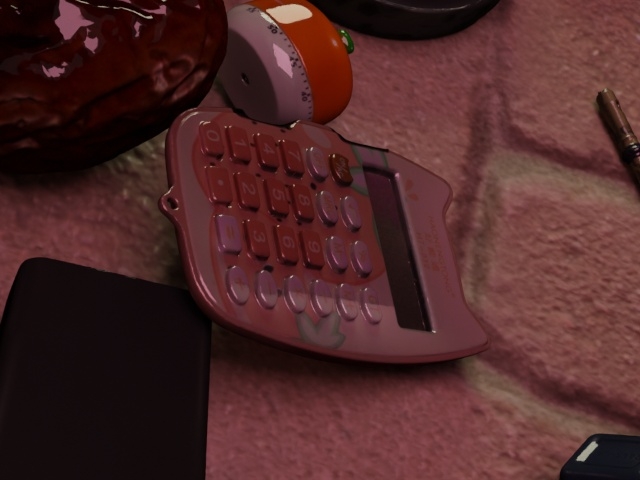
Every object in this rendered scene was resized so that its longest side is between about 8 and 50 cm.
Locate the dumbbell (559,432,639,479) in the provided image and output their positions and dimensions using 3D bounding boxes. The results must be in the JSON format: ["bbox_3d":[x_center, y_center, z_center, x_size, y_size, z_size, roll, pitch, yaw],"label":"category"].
[{"bbox_3d":[0.334,0.160,1.131,0.156,0.143,0.316,45,56,6],"label":"dumbbell"}]

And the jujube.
[{"bbox_3d":[-0.216,-0.152,1.047,0.290,0.197,0.197,-17,70,-20],"label":"jujube"}]

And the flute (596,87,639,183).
[{"bbox_3d":[0.327,-0.050,1.318,0.027,0.027,0.233,-11,67,-28],"label":"flute"}]

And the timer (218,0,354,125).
[{"bbox_3d":[-0.021,-0.161,1.187,0.136,0.099,0.136,7,72,-22],"label":"timer"}]

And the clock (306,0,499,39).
[{"bbox_3d":[0.063,-0.348,1.347,0.325,0.067,0.325,10,60,-17],"label":"clock"}]

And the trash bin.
[{"bbox_3d":[-0.166,0.143,0.953,0.165,0.115,0.225,13,54,-15],"label":"trash bin"}]

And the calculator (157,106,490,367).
[{"bbox_3d":[0.000,0.000,1.086,0.329,0.048,0.220,14,56,-41],"label":"calculator"}]
